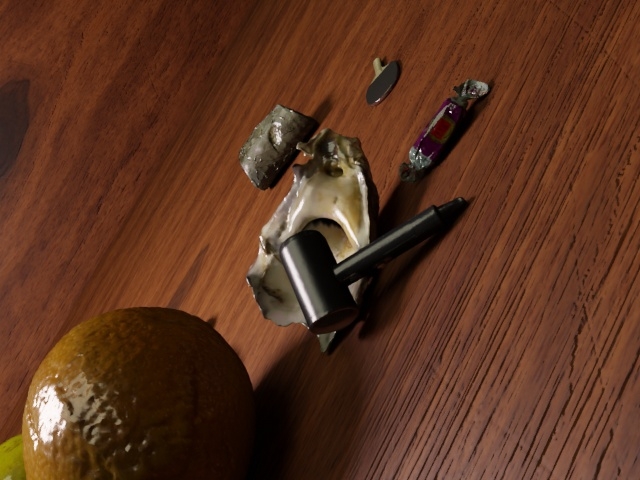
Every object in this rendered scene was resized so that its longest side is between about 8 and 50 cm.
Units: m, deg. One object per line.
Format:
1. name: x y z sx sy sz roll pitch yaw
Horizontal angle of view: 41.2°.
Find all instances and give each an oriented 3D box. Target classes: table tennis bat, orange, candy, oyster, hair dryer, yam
1. table tennis bat: 0.111 -0.299 1.562 0.087 0.013 0.156 -48 23 26
2. orange: -0.239 0.254 1.144 0.322 0.322 0.357 -57 23 3
3. candy: 0.168 -0.152 1.181 0.175 0.045 0.043 -56 -13 10
4. oyster: 0.005 0.004 1.219 0.271 0.100 0.275 -41 64 6
5. hair dryer: 0.070 0.003 1.093 0.255 0.070 0.128 -33 63 13
6. yam: -0.095 -0.205 1.782 0.183 0.107 0.107 -49 22 16

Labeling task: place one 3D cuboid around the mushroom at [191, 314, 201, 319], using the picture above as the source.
1. mushroom: -0.261 0.180 1.647 0.083 0.067 0.083 -42 21 21

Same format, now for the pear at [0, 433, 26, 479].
1. pear: -0.490 0.463 1.510 0.253 0.253 0.307 -58 5 0
